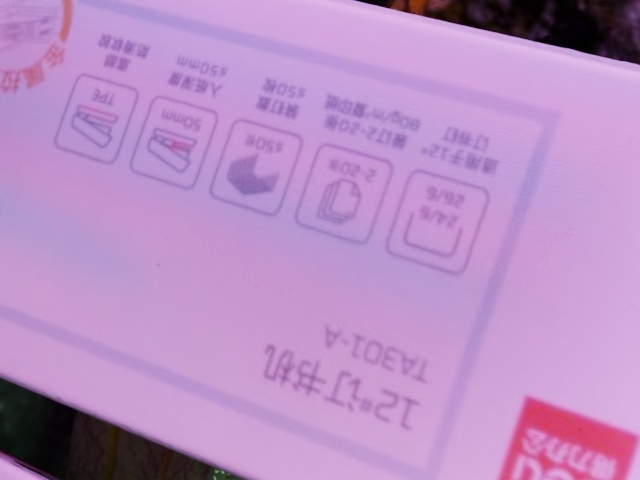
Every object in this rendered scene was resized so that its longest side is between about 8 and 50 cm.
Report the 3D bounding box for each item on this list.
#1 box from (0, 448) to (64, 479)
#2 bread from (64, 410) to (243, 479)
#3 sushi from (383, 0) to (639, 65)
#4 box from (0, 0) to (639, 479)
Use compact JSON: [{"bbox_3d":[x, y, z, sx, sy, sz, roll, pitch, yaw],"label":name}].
[{"bbox_3d":[-0.097,0.089,0.459,0.089,0.125,0.043,38,74,-47],"label":"box"},{"bbox_3d":[-0.048,0.028,0.511,0.152,0.077,0.105,-61,141,-29],"label":"bread"},{"bbox_3d":[0.154,-0.087,0.617,0.348,0.207,0.234,61,40,-51],"label":"sushi"},{"bbox_3d":[0.000,0.000,0.428,0.079,0.269,0.135,23,85,-62],"label":"box"}]
